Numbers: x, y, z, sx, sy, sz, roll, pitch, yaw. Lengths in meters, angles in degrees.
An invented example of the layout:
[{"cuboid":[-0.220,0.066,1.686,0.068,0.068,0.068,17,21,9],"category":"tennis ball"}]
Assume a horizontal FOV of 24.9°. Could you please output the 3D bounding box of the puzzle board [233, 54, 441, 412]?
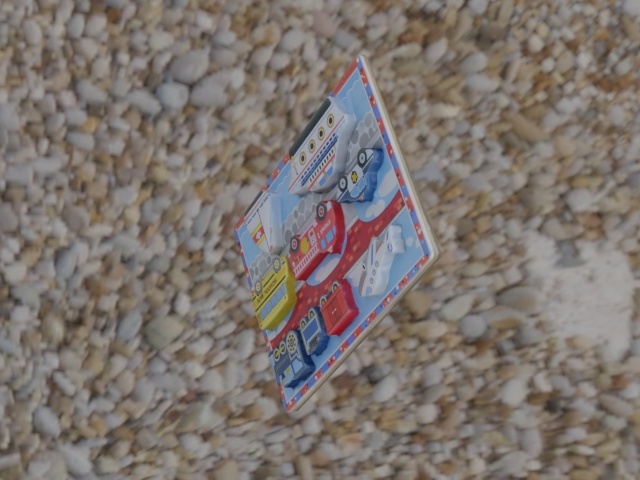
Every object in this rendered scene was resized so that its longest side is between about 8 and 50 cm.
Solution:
[{"cuboid":[0.000,0.000,0.600,0.011,0.128,0.096,0,57,-32],"category":"puzzle board"}]
